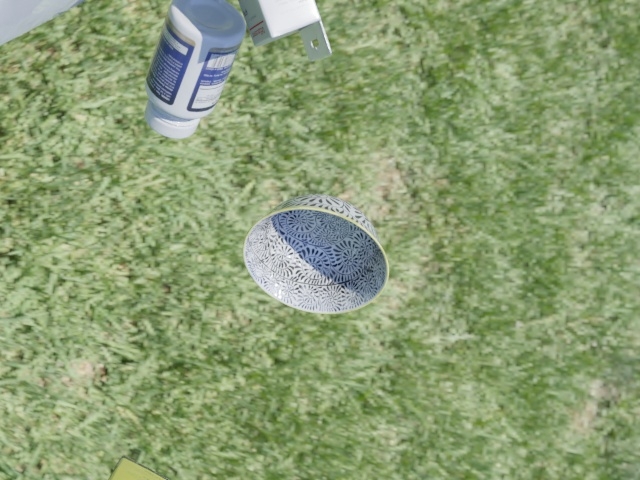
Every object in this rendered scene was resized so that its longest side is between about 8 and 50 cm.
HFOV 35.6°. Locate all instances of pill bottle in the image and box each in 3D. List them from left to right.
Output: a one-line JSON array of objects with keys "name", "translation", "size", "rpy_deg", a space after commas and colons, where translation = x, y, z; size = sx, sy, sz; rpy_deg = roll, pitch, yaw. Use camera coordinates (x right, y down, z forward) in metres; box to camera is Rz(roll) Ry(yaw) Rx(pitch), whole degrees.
[{"name": "pill bottle", "translation": [-0.160, -0.208, 1.215], "size": [0.094, 0.169, 0.094], "rpy_deg": [16, 43, -15]}]

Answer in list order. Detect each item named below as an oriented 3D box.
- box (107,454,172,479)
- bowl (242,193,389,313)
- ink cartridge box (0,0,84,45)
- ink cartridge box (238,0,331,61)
[{"name": "box", "translation": [-0.127, 0.197, 0.613], "size": [0.058, 0.232, 0.087], "rpy_deg": [29, 85, -4]}, {"name": "bowl", "translation": [0.000, 0.000, 1.160], "size": [0.170, 0.170, 0.080], "rpy_deg": [46, 36, -28]}, {"name": "ink cartridge box", "translation": [-0.128, -0.212, 0.473], "size": [0.176, 0.069, 0.371], "rpy_deg": [43, 29, -8]}, {"name": "ink cartridge box", "translation": [-0.055, -0.275, 1.090], "size": [0.060, 0.104, 0.180], "rpy_deg": [-22, 99, -11]}]
